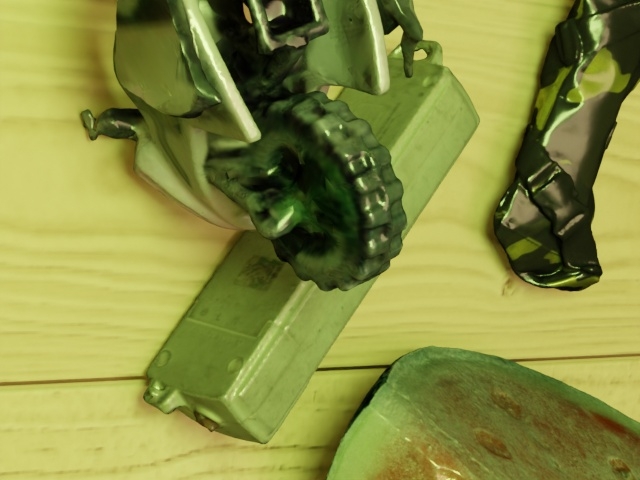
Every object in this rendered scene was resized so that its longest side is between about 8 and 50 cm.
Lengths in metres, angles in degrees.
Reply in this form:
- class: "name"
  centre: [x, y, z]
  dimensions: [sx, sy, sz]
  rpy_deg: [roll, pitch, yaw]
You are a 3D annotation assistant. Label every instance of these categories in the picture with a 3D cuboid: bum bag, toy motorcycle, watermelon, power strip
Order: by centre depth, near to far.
- class: "toy motorcycle"
  centre: [-0.057, -0.129, 0.966]
  dimensions: [0.143, 0.188, 0.327]
  rpy_deg: [-24, 100, -26]
- class: "power strip"
  centre: [0.000, 0.000, 1.089]
  dimensions: [0.272, 0.078, 0.052]
  rpy_deg: [-55, 132, -21]
- class: "watermelon"
  centre: [0.129, 0.193, 1.169]
  dimensions: [0.318, 0.226, 0.148]
  rpy_deg: [18, 113, -33]
- class: "bum bag"
  centre: [0.174, -0.081, 1.247]
  dimensions: [0.107, 0.060, 0.232]
  rpy_deg: [17, 89, -53]
